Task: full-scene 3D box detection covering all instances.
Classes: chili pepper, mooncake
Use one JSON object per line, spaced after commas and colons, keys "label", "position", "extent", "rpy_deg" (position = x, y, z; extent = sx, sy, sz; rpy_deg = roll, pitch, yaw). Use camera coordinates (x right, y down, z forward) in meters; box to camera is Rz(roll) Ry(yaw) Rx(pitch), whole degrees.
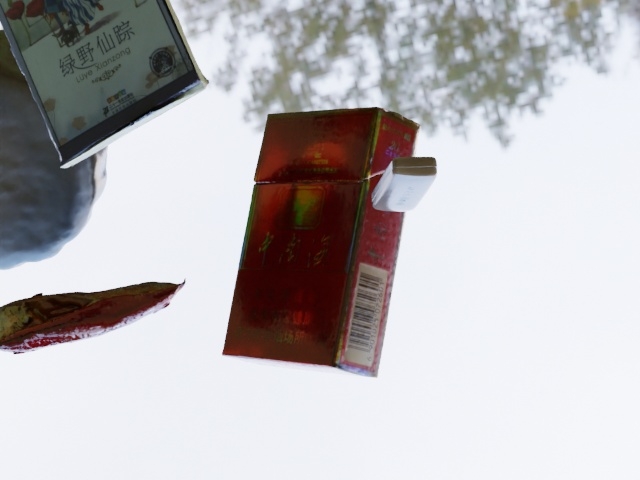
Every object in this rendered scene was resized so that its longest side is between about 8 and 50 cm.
{"label": "chili pepper", "position": [-0.263, 0.081, 1.499], "extent": [0.268, 0.050, 0.059], "rpy_deg": [-12, -141, 5]}
{"label": "mooncake", "position": [-0.395, -0.114, 1.754], "extent": [0.290, 0.290, 0.161], "rpy_deg": [-12, -150, 8]}

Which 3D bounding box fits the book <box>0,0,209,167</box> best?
{"label": "book", "position": [-0.203, -0.197, 1.220], "extent": [0.157, 0.231, 0.026], "rpy_deg": [-27, 172, 23]}

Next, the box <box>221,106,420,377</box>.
{"label": "box", "position": [-0.001, 0.001, 1.754], "extent": [0.197, 0.089, 0.313], "rpy_deg": [1, -104, 46]}

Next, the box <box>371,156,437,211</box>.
{"label": "box", "position": [0.084, -0.055, 1.461], "extent": [0.048, 0.115, 0.025], "rpy_deg": [-3, -107, -11]}
